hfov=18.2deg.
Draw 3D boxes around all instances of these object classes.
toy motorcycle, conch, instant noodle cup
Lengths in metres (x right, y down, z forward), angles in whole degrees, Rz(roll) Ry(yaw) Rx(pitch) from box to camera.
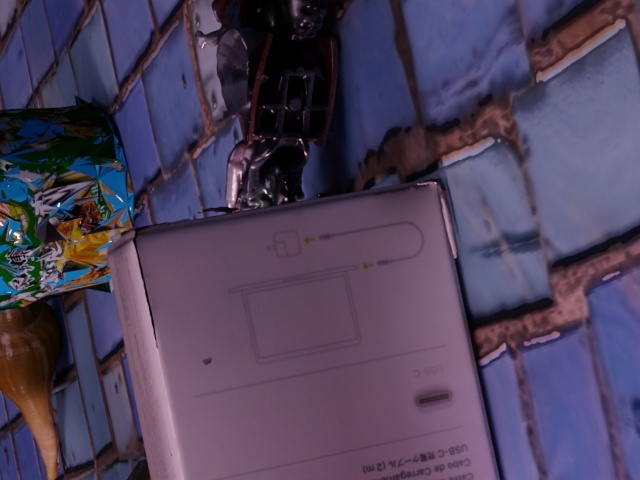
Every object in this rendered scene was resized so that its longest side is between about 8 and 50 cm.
[{"bbox_3d":[-0.041,-0.106,1.417,0.122,0.082,0.213,-147,61,-63],"label":"toy motorcycle"},{"bbox_3d":[-0.368,0.168,2.466,0.109,0.093,0.330,47,144,46],"label":"conch"},{"bbox_3d":[-0.298,-0.037,2.037,0.240,0.178,0.240,170,90,-71],"label":"instant noodle cup"}]

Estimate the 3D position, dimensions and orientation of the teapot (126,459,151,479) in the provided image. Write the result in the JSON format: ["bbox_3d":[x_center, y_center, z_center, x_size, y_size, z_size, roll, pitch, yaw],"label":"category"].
[{"bbox_3d":[-0.246,0.338,2.119,0.267,0.185,0.175,-56,7,22],"label":"teapot"}]

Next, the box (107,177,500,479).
[{"bbox_3d":[-0.008,0.100,1.255,0.106,0.203,0.251,156,103,-71],"label":"box"}]
